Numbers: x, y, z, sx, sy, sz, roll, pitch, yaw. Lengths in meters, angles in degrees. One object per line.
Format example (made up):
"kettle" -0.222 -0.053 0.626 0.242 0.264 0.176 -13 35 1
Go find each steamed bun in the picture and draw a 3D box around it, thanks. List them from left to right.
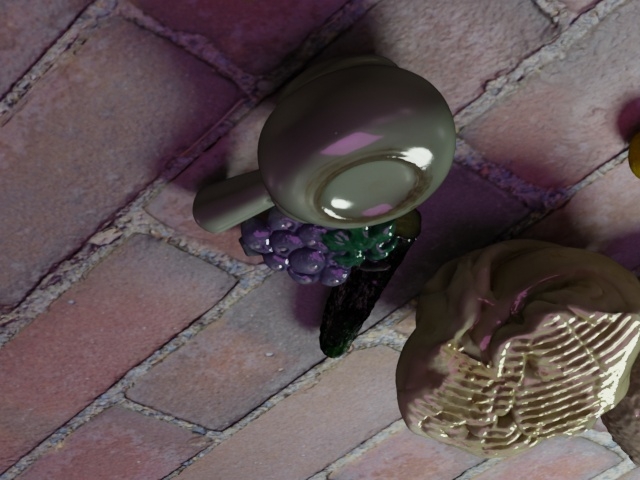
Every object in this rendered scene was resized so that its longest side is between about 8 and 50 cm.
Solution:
"steamed bun" 0.245 0.112 1.618 0.276 0.203 0.289 21 119 -19

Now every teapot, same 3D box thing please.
"teapot" -0.014 -0.088 1.366 0.318 0.149 0.220 -19 148 10

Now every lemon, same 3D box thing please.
"lemon" 0.386 -0.100 1.490 0.065 0.065 0.092 -9 140 1

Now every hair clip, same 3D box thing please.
"hair clip" 0.000 -0.002 1.516 0.195 0.052 0.124 -6 132 22

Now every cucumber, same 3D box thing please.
"cucumber" 0.047 0.060 1.618 0.068 0.067 0.293 8 139 -18

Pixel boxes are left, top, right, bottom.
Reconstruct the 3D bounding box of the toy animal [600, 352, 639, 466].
"toy animal" 0.479 0.180 1.730 0.227 0.188 0.358 2 127 -23
